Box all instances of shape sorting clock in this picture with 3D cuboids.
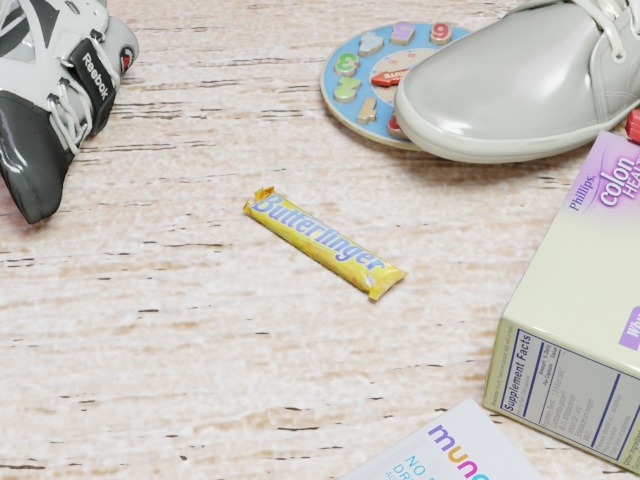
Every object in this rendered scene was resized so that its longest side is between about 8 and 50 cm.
[{"bbox_3d":[0.102,-0.157,0.971,0.206,0.040,0.206,-1,49,1],"label":"shape sorting clock"}]

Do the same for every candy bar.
[{"bbox_3d":[0.000,0.000,0.851,0.161,0.018,0.040,33,57,26],"label":"candy bar"}]

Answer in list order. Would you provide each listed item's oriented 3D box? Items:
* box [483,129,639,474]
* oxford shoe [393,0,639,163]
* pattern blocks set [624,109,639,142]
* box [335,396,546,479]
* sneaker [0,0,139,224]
[{"bbox_3d":[0.274,0.060,0.724,0.243,0.117,0.213,22,52,18],"label":"box"},{"bbox_3d":[0.265,-0.195,0.908,0.449,0.130,0.169,-21,55,-17],"label":"oxford shoe"},{"bbox_3d":[0.429,-0.067,0.801,0.325,0.026,0.285,-13,35,-43],"label":"pattern blocks set"},{"bbox_3d":[0.073,0.262,0.548,0.231,0.126,0.262,-27,52,-19],"label":"box"},{"bbox_3d":[-0.240,-0.157,0.926,0.146,0.122,0.330,-12,50,-6],"label":"sneaker"}]
